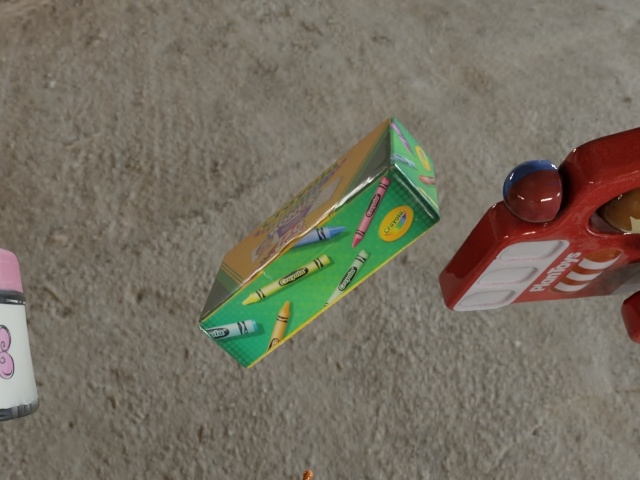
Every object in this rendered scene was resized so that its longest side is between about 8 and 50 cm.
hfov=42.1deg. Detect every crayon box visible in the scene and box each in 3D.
[{"bbox_3d":[0.000,0.000,0.919,0.278,0.081,0.165,-39,16,20],"label":"crayon box"}]

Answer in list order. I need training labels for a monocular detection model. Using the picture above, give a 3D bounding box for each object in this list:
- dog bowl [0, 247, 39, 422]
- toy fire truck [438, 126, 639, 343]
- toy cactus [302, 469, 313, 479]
[{"bbox_3d":[-0.449,0.063,0.725,0.407,0.408,0.151,4,84,9],"label":"dog bowl"},{"bbox_3d":[0.259,-0.014,0.723,0.253,0.302,0.170,-5,66,-13],"label":"toy fire truck"},{"bbox_3d":[0.008,0.575,1.725,0.180,0.219,0.112,17,54,39],"label":"toy cactus"}]
